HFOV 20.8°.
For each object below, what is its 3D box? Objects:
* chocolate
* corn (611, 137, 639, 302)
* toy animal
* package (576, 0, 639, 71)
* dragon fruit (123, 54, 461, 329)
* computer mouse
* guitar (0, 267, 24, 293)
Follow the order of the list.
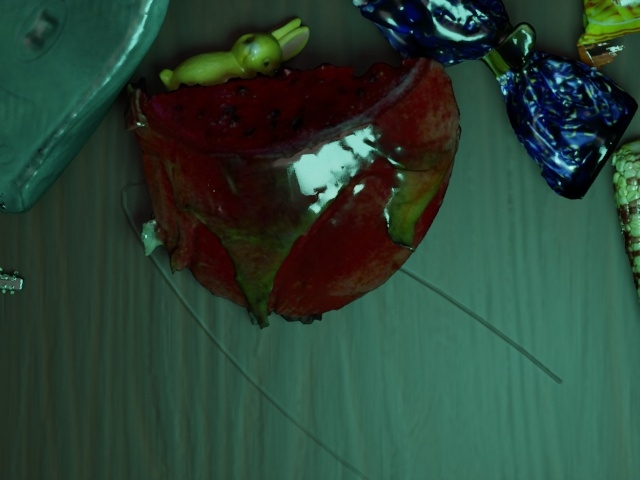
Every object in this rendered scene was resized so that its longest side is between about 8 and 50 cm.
[{"bbox_3d":[0.173,-0.195,1.785,0.343,0.148,0.126,40,65,2],"label":"chocolate"},{"bbox_3d":[0.360,0.017,1.801,0.086,0.086,0.253,-15,90,2],"label":"corn"},{"bbox_3d":[-0.083,-0.187,1.825,0.159,0.070,0.083,-37,96,-4],"label":"toy animal"},{"bbox_3d":[0.349,-0.332,1.785,0.223,0.108,0.288,-13,93,4],"label":"package"},{"bbox_3d":[-0.020,-0.039,1.763,0.343,0.100,0.282,-8,108,6],"label":"dragon fruit"},{"bbox_3d":[-0.285,-0.191,1.805,0.188,0.122,0.371,39,100,8],"label":"computer mouse"},{"bbox_3d":[-0.431,0.027,1.861,0.233,0.025,0.088,9,91,1],"label":"guitar"}]
